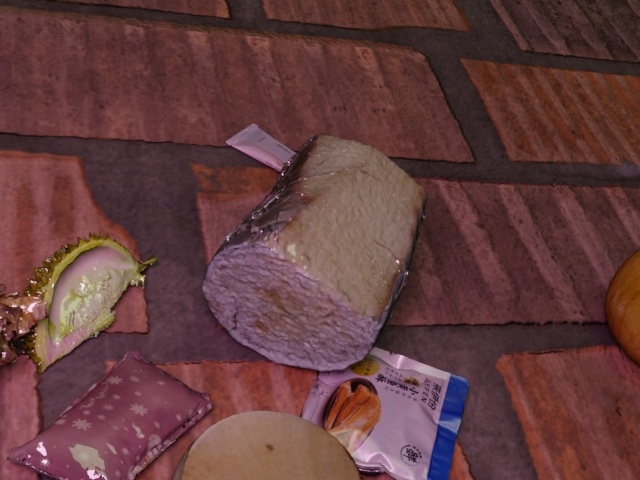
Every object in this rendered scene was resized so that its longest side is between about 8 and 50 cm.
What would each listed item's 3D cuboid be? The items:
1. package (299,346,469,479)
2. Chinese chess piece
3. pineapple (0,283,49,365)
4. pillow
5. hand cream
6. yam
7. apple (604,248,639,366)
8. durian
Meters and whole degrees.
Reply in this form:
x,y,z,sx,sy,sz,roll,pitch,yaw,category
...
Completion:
x,y,z,sx,sy,sz,roll,pitch,yaw,category
0.070,0.186,1.044,0.173,0.027,0.171,18,42,4,package
-0.049,0.250,0.892,0.188,0.083,0.188,9,43,-8,Chinese chess piece
-0.352,0.067,0.888,0.164,0.140,0.250,-7,43,2,pineapple
-0.198,0.180,0.932,0.118,0.043,0.185,29,42,13,pillow
-0.031,-0.096,1.303,0.216,0.038,0.052,33,18,22,hand cream
-0.001,0.004,1.086,0.202,0.201,0.271,42,47,-12,yam
0.466,0.083,1.202,0.196,0.196,0.196,11,42,-10,apple
-0.261,0.049,1.042,0.100,0.086,0.215,53,44,-14,durian
